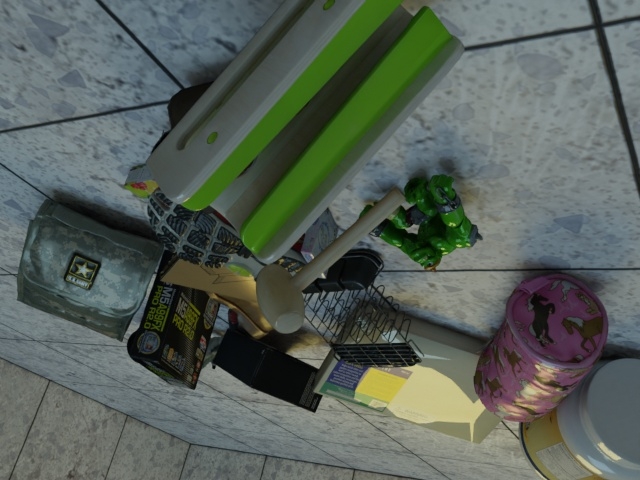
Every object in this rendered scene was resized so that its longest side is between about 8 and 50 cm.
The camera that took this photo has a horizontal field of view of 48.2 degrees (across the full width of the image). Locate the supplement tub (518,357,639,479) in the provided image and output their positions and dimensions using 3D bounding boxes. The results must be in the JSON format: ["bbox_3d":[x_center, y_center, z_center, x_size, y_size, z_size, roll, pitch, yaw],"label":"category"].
[{"bbox_3d":[0.547,0.364,1.405,0.228,0.228,0.316,15,154,0],"label":"supplement tub"}]

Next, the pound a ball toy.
[{"bbox_3d":[-0.013,-0.094,0.682,0.208,0.319,0.136,37,-172,-39],"label":"pound a ball toy"}]

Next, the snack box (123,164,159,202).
[{"bbox_3d":[-0.228,-0.072,1.149,0.100,0.037,0.141,-6,149,39],"label":"snack box"}]

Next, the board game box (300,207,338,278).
[{"bbox_3d":[0.000,0.000,1.112,0.020,0.090,0.090,5,153,19],"label":"board game box"}]

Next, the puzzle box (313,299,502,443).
[{"bbox_3d":[0.218,0.285,1.510,0.409,0.052,0.272,20,131,-9],"label":"puzzle box"}]

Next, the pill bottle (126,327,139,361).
[{"bbox_3d":[-0.405,0.262,1.831,0.123,0.122,0.219,31,150,-31],"label":"pill bottle"}]

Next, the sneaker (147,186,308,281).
[{"bbox_3d":[-0.139,-0.018,1.116,0.279,0.118,0.107,27,130,-24],"label":"sneaker"}]

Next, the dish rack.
[{"bbox_3d":[0.065,0.138,1.310,0.208,0.074,0.271,-7,133,40],"label":"dish rack"}]

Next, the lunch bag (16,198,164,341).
[{"bbox_3d":[-0.445,0.053,1.381,0.235,0.169,0.287,24,146,-10],"label":"lunch bag"}]

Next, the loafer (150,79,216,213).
[{"bbox_3d":[-0.126,-0.128,0.866,0.130,0.133,0.366,24,153,-20],"label":"loafer"}]

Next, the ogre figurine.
[{"bbox_3d":[0.143,-0.024,0.993,0.118,0.097,0.197,42,132,-14],"label":"ogre figurine"}]

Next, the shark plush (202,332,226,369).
[{"bbox_3d":[-0.272,0.296,1.814,0.073,0.161,0.067,-10,116,21],"label":"shark plush"}]

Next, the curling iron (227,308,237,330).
[{"bbox_3d":[-0.184,0.173,1.630,0.068,0.035,0.274,19,154,-9],"label":"curling iron"}]

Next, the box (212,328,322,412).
[{"bbox_3d":[-0.123,0.308,1.715,0.184,0.103,0.261,31,170,-25],"label":"box"}]

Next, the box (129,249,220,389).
[{"bbox_3d":[-0.281,0.167,1.438,0.060,0.216,0.270,11,159,10],"label":"box"}]

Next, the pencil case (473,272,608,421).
[{"bbox_3d":[0.367,0.195,1.233,0.167,0.160,0.386,19,156,11],"label":"pencil case"}]

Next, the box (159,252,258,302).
[{"bbox_3d":[-0.150,0.040,1.239,0.201,0.021,0.164,17,134,-34],"label":"box"}]

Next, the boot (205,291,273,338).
[{"bbox_3d":[-0.153,0.071,1.373,0.115,0.112,0.305,-29,134,13],"label":"boot"}]
